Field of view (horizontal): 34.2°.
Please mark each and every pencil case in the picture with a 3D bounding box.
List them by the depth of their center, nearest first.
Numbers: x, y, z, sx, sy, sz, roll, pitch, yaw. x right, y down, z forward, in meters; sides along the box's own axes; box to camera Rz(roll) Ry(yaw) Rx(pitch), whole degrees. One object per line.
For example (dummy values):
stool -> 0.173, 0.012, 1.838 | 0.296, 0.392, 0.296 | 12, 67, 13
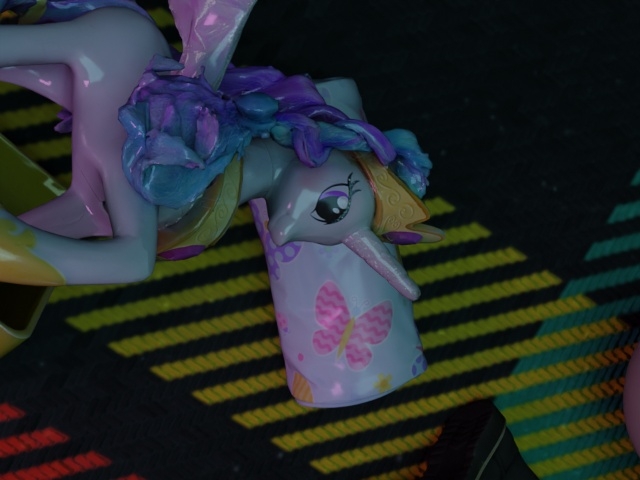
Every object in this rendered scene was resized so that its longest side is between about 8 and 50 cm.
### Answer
pencil case -> 0.000, 0.000, 0.855 | 0.124, 0.113, 0.273 | -14, 98, 9

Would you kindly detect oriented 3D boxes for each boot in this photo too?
boot -> 0.139, 0.254, 0.897 | 0.137, 0.077, 0.198 | 51, 56, -16

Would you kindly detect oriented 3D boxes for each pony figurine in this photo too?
pony figurine -> -0.122, -0.097, 0.651 | 0.364, 0.303, 0.351 | -8, 64, -28

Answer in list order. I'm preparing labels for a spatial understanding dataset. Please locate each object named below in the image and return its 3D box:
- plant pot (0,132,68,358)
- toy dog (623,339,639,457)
plant pot -> -0.321, 0.013, 0.738 | 0.212, 0.212, 0.187 | 41, 109, -17
toy dog -> 0.379, 0.246, 0.906 | 0.396, 0.284, 0.407 | -2, 99, 25
